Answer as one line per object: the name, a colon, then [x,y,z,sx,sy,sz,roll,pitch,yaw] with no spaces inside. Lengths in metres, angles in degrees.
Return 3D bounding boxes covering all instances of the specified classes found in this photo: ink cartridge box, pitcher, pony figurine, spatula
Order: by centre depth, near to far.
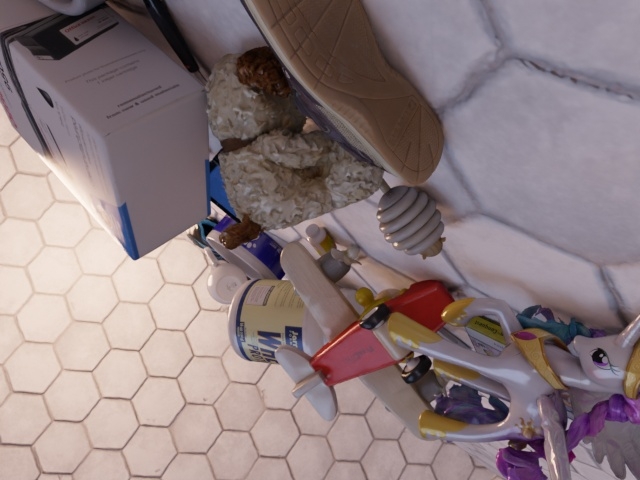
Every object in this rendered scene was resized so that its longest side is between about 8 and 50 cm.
pony figurine: [0.302,0.235,0.699,0.363,0.302,0.351,-1,114,44]
spatula: [-0.170,-0.244,0.767,0.084,0.030,0.296,21,158,43]
ink cartridge box: [-0.361,-0.206,0.804,0.395,0.166,0.286,42,148,19]
pitcher: [-0.312,0.107,1.602,0.178,0.125,0.207,57,171,-15]

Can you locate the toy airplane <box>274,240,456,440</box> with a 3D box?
toy airplane: [0.096,0.203,1.056,0.384,0.272,0.386,14,122,29]

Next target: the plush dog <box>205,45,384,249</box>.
plush dog: [-0.078,-0.129,0.664,0.262,0.210,0.226,3,117,61]

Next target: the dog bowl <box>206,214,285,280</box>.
dog bowl: [-0.220,0.035,1.583,0.264,0.104,0.265,34,165,11]

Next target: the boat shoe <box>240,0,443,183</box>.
boat shoe: [0.012,-0.157,0.489,0.285,0.103,0.092,40,161,-33]

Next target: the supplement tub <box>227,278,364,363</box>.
supplement tub: [-0.062,0.225,1.391,0.324,0.236,0.235,0,149,24]

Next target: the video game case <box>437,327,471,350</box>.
video game case: [0.269,0.226,1.218,0.143,0.019,0.157,37,165,0]

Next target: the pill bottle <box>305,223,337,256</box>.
pill bottle: [0.000,0.000,1.096,0.043,0.043,0.083,23,159,43]

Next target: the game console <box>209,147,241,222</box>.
game console: [-0.190,-0.114,1.100,0.144,0.085,0.124,40,165,-15]

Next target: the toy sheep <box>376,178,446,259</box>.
toy sheep: [0.115,-0.030,0.674,0.132,0.091,0.091,45,164,-10]

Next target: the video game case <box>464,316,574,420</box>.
video game case: [0.411,0.256,0.958,0.248,0.035,0.275,24,160,39]

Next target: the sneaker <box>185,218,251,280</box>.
sneaker: [-0.336,0.043,1.834,0.340,0.125,0.139,40,160,-19]

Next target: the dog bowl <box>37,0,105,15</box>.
dog bowl: [-0.356,-0.408,0.557,0.348,0.102,0.349,34,166,10]
